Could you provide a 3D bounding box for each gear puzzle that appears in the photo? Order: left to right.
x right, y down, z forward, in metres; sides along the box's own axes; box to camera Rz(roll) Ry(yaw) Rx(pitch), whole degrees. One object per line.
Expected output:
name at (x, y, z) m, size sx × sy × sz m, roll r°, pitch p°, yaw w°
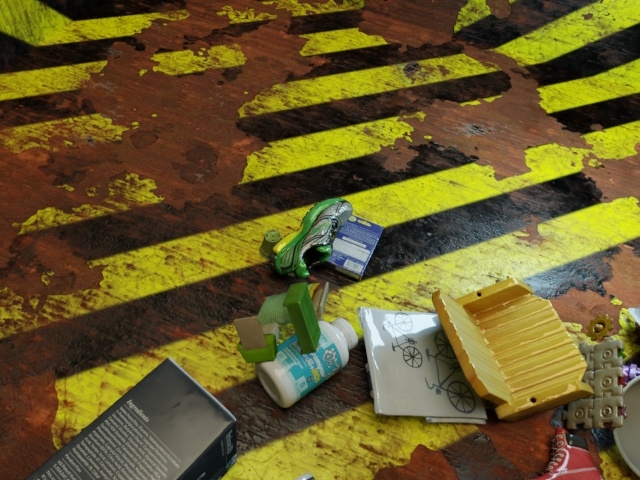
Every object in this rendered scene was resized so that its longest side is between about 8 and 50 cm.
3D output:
gear puzzle at (0.757, 0.356, 1.387) m, size 0.044 × 0.175 × 0.338 m, roll 30°, pitch 57°, yaw -16°

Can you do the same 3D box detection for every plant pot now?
plant pot at (-0.152, 0.009, 1.604) m, size 0.084 × 0.079 × 0.083 m, roll 4°, pitch 52°, yaw -5°

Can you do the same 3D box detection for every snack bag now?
snack bag at (0.270, 0.337, 1.382) m, size 0.343 × 0.037 × 0.322 m, roll 8°, pitch 51°, yaw -20°

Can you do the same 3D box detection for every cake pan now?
cake pan at (0.893, 0.490, 1.316) m, size 0.294 × 0.054 × 0.292 m, roll 0°, pitch 75°, yaw 1°

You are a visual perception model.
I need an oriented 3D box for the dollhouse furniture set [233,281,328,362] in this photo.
dollhouse furniture set at (-0.099, 0.161, 1.337) m, size 0.198 × 0.151 × 0.301 m, roll -11°, pitch 22°, yaw 14°

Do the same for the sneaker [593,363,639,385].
sneaker at (0.851, 0.383, 1.430) m, size 0.237 × 0.104 × 0.095 m, roll 28°, pitch 54°, yaw 15°

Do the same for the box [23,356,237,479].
box at (-0.381, 0.494, 1.040) m, size 0.212 × 0.293 × 0.395 m, roll 35°, pitch 55°, yaw 19°

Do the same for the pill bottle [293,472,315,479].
pill bottle at (-0.013, 0.629, 1.095) m, size 0.119 × 0.119 × 0.208 m, roll -25°, pitch 58°, yaw -25°

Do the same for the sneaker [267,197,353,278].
sneaker at (0.000, 0.000, 1.590) m, size 0.146 × 0.134 × 0.343 m, roll 23°, pitch 58°, yaw 32°

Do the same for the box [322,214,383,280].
box at (0.109, 0.016, 1.663) m, size 0.137 × 0.036 × 0.225 m, roll 22°, pitch 53°, yaw 10°

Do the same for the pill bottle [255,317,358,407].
pill bottle at (-0.029, 0.308, 1.336) m, size 0.264 × 0.146 × 0.146 m, roll -30°, pitch 61°, yaw -28°

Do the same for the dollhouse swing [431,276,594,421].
dollhouse swing at (0.502, 0.250, 1.333) m, size 0.316 × 0.305 × 0.346 m, roll -23°, pitch 53°, yaw 8°

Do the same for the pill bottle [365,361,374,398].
pill bottle at (0.161, 0.383, 1.353) m, size 0.067 × 0.067 × 0.120 m, roll -1°, pitch 51°, yaw -9°

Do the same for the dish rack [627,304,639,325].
dish rack at (1.083, 0.301, 1.450) m, size 0.286 × 0.072 × 0.332 m, roll 20°, pitch 28°, yaw -7°

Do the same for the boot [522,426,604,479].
boot at (0.575, 0.557, 1.263) m, size 0.245 × 0.088 × 0.176 m, roll 5°, pitch 50°, yaw -15°
